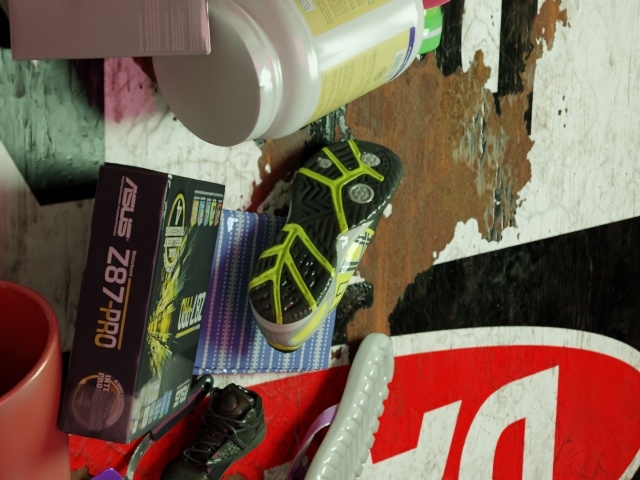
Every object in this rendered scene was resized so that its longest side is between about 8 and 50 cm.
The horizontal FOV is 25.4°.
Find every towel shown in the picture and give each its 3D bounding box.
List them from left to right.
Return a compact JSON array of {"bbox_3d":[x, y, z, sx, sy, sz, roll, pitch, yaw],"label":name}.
[{"bbox_3d":[-0.091,0.081,2.142,0.336,0.040,0.243,6,92,-50],"label":"towel"}]

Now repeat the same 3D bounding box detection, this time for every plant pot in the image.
[{"bbox_3d":[-0.414,0.221,1.660,0.275,0.275,0.243,-38,135,-36],"label":"plant pot"}]

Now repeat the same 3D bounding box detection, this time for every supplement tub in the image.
[{"bbox_3d":[-0.043,-0.281,1.949,0.331,0.241,0.241,-31,121,-40],"label":"supplement tub"}]

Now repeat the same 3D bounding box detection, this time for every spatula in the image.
[{"bbox_3d":[-0.248,0.296,2.012,0.296,0.030,0.084,-49,131,-28],"label":"spatula"}]

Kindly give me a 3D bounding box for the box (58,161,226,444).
[{"bbox_3d":[-0.217,0.070,1.795,0.395,0.097,0.318,5,97,-85],"label":"box"}]

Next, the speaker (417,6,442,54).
[{"bbox_3d":[0.116,-0.438,2.176,0.131,0.131,0.296,-26,118,-42],"label":"speaker"}]

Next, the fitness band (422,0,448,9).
[{"bbox_3d":[0.102,-0.465,2.075,0.291,0.209,0.054,43,19,-9],"label":"fitness band"}]

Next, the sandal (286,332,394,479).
[{"bbox_3d":[0.011,0.326,2.267,0.169,0.102,0.416,77,32,-46],"label":"sandal"}]

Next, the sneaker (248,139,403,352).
[{"bbox_3d":[0.000,0.000,2.133,0.385,0.145,0.147,-55,164,-33],"label":"sneaker"}]

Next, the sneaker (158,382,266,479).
[{"bbox_3d":[-0.159,0.288,2.047,0.227,0.087,0.130,-40,146,-38],"label":"sneaker"}]

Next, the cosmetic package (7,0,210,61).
[{"bbox_3d":[-0.255,-0.273,1.715,0.238,0.127,0.107,-5,105,-5],"label":"cosmetic package"}]
